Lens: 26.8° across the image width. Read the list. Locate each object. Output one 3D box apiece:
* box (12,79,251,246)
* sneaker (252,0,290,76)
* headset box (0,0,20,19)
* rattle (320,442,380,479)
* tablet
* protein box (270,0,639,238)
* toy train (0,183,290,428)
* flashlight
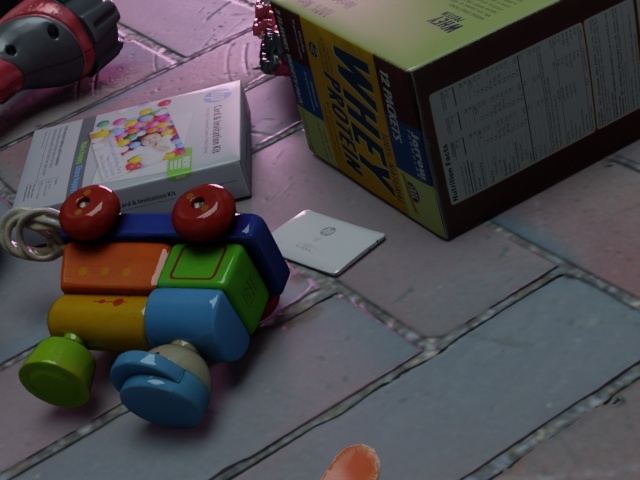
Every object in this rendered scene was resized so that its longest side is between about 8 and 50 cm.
[{"bbox_3d":[-0.150,-0.064,1.100,0.186,0.038,0.145,-12,32,5],"label":"box"},{"bbox_3d":[0.003,-0.211,1.212,0.112,0.120,0.299,11,29,-12],"label":"sneaker"},{"bbox_3d":[-0.403,-0.296,1.380,0.131,0.246,0.283,-37,37,-30],"label":"headset box"},{"bbox_3d":[-0.045,0.192,0.655,0.130,0.142,0.199,27,26,7],"label":"rattle"},{"bbox_3d":[0.000,0.000,0.960,0.083,0.006,0.054,19,45,43],"label":"tablet"},{"bbox_3d":[0.107,-0.132,0.996,0.201,0.136,0.200,-27,34,-18],"label":"protein box"},{"bbox_3d":[-0.157,0.047,0.882,0.248,0.105,0.143,1,48,25],"label":"toy train"},{"bbox_3d":[-0.308,-0.132,1.229,0.304,0.103,0.103,-50,7,-38],"label":"flashlight"}]
